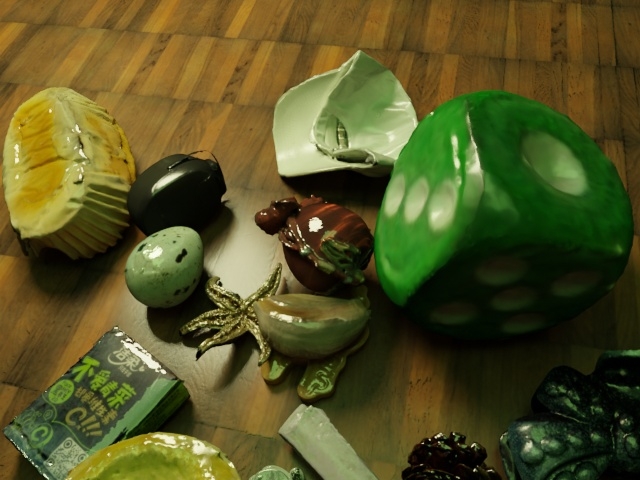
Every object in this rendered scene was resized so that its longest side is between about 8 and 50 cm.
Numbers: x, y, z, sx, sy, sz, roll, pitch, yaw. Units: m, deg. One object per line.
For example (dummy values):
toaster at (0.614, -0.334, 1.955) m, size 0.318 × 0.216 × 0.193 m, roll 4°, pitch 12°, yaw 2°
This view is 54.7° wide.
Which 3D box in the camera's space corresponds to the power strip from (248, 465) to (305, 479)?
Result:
power strip at (-0.064, 0.353, 0.904) m, size 0.083 × 0.035 × 0.055 m, roll -12°, pitch 52°, yaw -1°

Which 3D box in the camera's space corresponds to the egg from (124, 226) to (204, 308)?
egg at (-0.272, 0.042, 1.099) m, size 0.131 × 0.131 × 0.164 m, roll 13°, pitch 58°, yaw 15°

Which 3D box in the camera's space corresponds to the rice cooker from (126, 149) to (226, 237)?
rice cooker at (-0.276, -0.089, 1.198) m, size 0.118 × 0.142 × 0.203 m, roll 27°, pitch 54°, yaw 37°

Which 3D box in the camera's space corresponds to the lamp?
lamp at (0.010, -0.005, 1.073) m, size 0.151 × 0.215 × 0.223 m, roll -36°, pitch 73°, yaw 20°

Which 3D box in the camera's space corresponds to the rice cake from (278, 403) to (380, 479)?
rice cake at (0.074, 0.372, 0.861) m, size 0.072 × 0.056 × 0.365 m, roll -39°, pitch 59°, yaw -16°

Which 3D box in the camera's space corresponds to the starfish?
starfish at (-0.134, 0.127, 1.073) m, size 0.213 × 0.057 × 0.238 m, roll 31°, pitch 54°, yaw 32°

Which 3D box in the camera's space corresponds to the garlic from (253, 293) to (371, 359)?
garlic at (-0.011, 0.137, 0.991) m, size 0.195 × 0.087 × 0.101 m, roll -2°, pitch 45°, yaw -2°

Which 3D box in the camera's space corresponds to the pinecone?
pinecone at (0.181, 0.326, 0.844) m, size 0.140 × 0.140 × 0.121 m, roll 17°, pitch 28°, yaw 18°

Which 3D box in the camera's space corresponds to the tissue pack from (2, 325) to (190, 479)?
tissue pack at (-0.347, 0.270, 0.970) m, size 0.173 × 0.073 × 0.235 m, roll 30°, pitch 61°, yaw 25°

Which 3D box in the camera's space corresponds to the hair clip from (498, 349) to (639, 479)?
hair clip at (0.407, 0.266, 0.836) m, size 0.310 × 0.194 × 0.206 m, roll 8°, pitch 60°, yaw 10°

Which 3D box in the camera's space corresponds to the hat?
hat at (0.045, -0.213, 1.280) m, size 0.301 × 0.168 × 0.258 m, roll -16°, pitch 66°, yaw 23°

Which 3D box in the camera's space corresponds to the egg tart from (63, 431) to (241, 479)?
egg tart at (-0.228, 0.411, 0.822) m, size 0.315 × 0.120 × 0.315 m, roll -1°, pitch 52°, yaw 2°

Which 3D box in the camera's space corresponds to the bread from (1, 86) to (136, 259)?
bread at (-0.499, -0.137, 1.250) m, size 0.236 × 0.183 × 0.388 m, roll -20°, pitch 58°, yaw 8°

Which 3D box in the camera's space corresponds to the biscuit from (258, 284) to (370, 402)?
biscuit at (0.004, 0.158, 1.050) m, size 0.144 × 0.040 × 0.236 m, roll 25°, pitch 61°, yaw 16°

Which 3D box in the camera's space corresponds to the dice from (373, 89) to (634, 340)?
dice at (0.266, -0.030, 0.959) m, size 0.287 × 0.300 × 0.297 m, roll 13°, pitch 51°, yaw -18°
